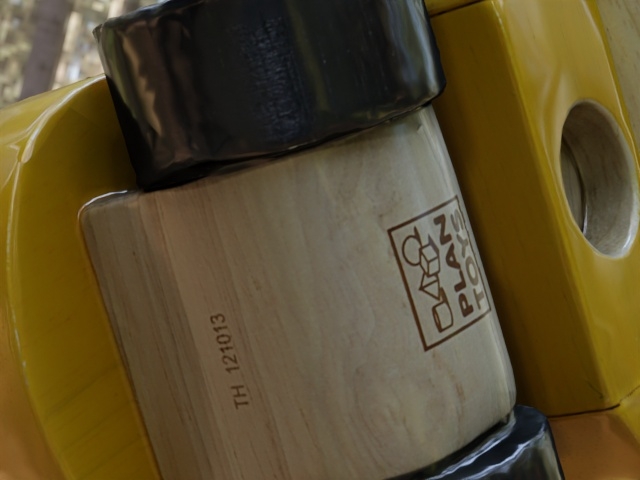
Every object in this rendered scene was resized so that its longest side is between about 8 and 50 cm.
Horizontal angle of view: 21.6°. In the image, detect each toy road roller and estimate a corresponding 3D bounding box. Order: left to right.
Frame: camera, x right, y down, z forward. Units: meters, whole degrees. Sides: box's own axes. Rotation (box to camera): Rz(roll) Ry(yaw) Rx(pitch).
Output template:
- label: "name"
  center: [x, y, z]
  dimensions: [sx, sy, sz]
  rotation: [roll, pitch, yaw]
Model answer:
- label: "toy road roller"
  center: [0.000, 0.000, 0.597]
  dimensions: [0.240, 0.202, 0.329]
  rotation: [-11, 9, 38]
